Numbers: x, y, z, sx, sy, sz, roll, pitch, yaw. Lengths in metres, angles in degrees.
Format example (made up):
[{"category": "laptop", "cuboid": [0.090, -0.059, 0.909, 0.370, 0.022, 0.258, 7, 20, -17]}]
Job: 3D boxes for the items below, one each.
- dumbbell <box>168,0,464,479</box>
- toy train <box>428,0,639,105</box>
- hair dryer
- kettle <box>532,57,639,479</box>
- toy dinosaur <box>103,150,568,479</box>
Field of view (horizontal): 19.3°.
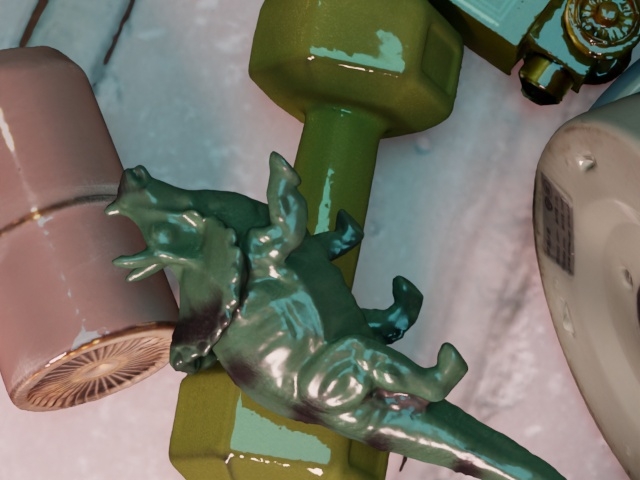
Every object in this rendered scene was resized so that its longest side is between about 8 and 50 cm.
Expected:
[{"category": "dumbbell", "cuboid": [0.000, 0.000, 1.061, 0.108, 0.121, 0.302, 4, 76, 28]}, {"category": "toy train", "cuboid": [0.162, -0.193, 1.115, 0.137, 0.090, 0.225, 35, 84, 6]}, {"category": "hair dryer", "cuboid": [-0.263, 0.038, 1.050, 0.344, 0.107, 0.189, -23, 73, 1]}, {"category": "kettle", "cuboid": [0.304, -0.031, 1.036, 0.342, 0.247, 0.319, -21, 53, -15]}, {"category": "toy dinosaur", "cuboid": [0.021, 0.044, 0.958, 0.292, 0.079, 0.120, 25, 83, 7]}]
